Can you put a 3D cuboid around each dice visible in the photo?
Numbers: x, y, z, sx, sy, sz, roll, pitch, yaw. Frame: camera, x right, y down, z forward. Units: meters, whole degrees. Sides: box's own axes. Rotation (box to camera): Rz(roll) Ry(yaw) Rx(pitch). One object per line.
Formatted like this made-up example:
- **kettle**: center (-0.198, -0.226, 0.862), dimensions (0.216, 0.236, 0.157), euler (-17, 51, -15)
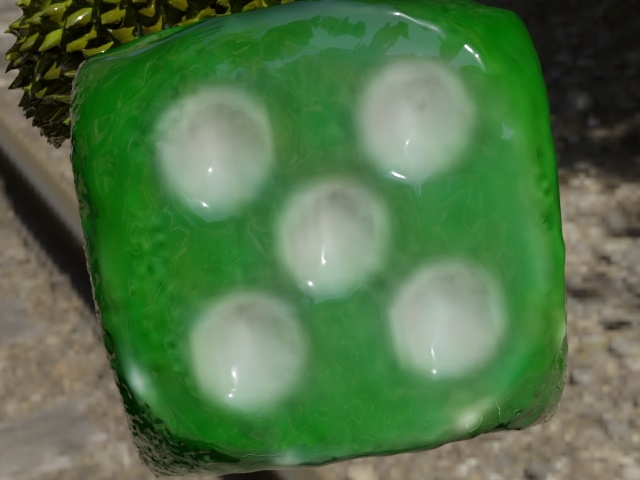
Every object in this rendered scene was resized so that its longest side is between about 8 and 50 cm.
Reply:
- **dice**: center (0.000, 0.000, 1.177), dimensions (0.300, 0.287, 0.297), euler (-7, -2, -2)

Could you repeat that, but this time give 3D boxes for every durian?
- **durian**: center (-0.116, -0.186, 1.430), dimensions (0.351, 0.158, 0.169), euler (-24, -1, 17)
